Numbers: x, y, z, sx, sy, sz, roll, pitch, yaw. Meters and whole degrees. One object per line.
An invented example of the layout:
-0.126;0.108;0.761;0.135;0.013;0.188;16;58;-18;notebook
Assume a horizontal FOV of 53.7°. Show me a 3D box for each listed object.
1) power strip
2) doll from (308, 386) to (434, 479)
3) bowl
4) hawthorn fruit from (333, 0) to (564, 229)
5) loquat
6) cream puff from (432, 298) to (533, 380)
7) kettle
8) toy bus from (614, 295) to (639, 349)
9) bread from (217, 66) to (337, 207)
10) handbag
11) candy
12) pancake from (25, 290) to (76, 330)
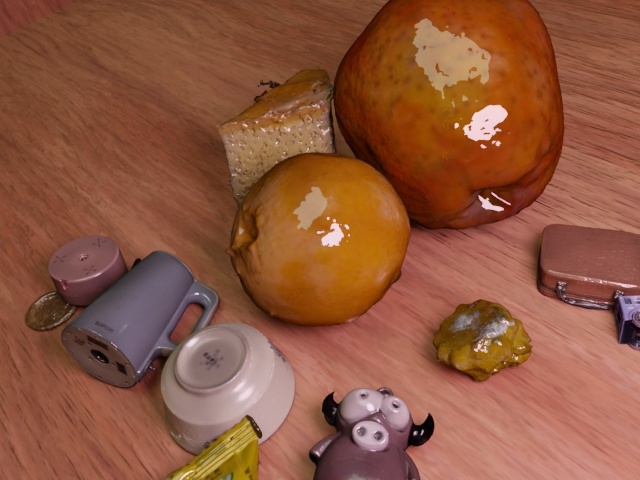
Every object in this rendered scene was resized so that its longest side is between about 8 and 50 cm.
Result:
-0.493;0.061;1.350;0.154;0.078;0.154;-4;40;3;power strip
0.063;0.322;0.933;0.182;0.117;0.257;12;51;16;doll
-0.168;0.234;1.075;0.238;0.126;0.238;-6;46;6;bowl
0.251;-0.236;1.228;0.472;0.472;0.472;-7;45;7;hawthorn fruit
0.000;0.000;1.130;0.328;0.328;0.328;-7;45;7;loquat
0.270;0.172;1.044;0.146;0.116;0.146;-33;25;17;cream puff
-0.321;0.146;1.197;0.210;0.160;0.243;24;47;11;kettle
0.574;0.127;1.028;0.167;0.073;0.076;-3;44;12;toy bus
-0.090;-0.237;1.409;0.279;0.248;0.315;-14;28;-6;bread
0.490;0.048;1.131;0.193;0.072;0.151;9;49;19;handbag
-0.102;0.419;0.902;0.187;0.081;0.297;-32;58;-16;candy
-0.568;0.146;1.339;0.115;0.011;0.115;-7;46;8;pancake
